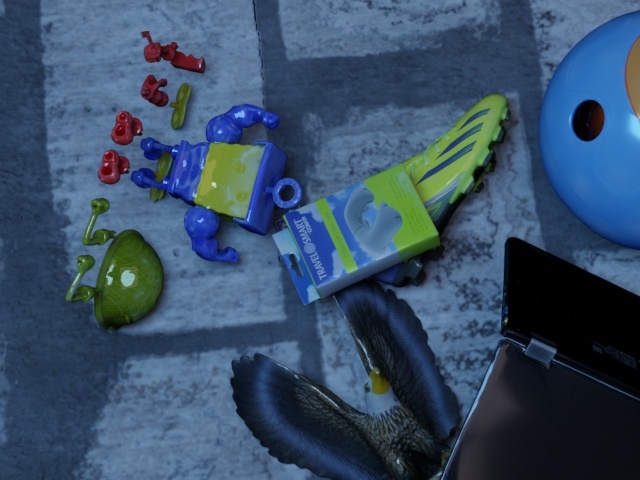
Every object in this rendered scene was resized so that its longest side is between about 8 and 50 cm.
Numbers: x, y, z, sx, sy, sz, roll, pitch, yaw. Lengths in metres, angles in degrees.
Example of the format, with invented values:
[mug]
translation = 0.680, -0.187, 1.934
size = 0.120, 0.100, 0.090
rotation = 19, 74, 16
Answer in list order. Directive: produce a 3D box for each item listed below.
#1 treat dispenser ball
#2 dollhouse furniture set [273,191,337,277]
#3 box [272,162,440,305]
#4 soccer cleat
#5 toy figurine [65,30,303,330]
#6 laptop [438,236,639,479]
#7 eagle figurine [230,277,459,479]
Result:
[treat dispenser ball]
translation = 0.403, -0.129, 1.452
size = 0.288, 0.288, 0.288
rotation = 0, 76, 1
[dollhouse furniture set]
translation = 0.000, 0.000, 1.537
size = 0.091, 0.081, 0.114
rotation = -22, 77, -4
[box]
translation = 0.039, -0.008, 1.472
size = 0.178, 0.042, 0.109
rotation = -24, 65, -2
[soccer cleat]
translation = 0.137, -0.077, 1.549
size = 0.121, 0.093, 0.289
rotation = 30, 78, 15
[toy figurine]
translation = -0.135, -0.053, 1.486
size = 0.217, 0.191, 0.362
rotation = 12, 80, 11
[laptop]
translation = 0.325, 0.242, 1.378
size = 0.382, 0.408, 0.236
rotation = 26, 115, -2
[eagle figurine]
translation = 0.065, 0.204, 1.455
size = 0.226, 0.225, 0.298
rotation = -2, 31, -36
